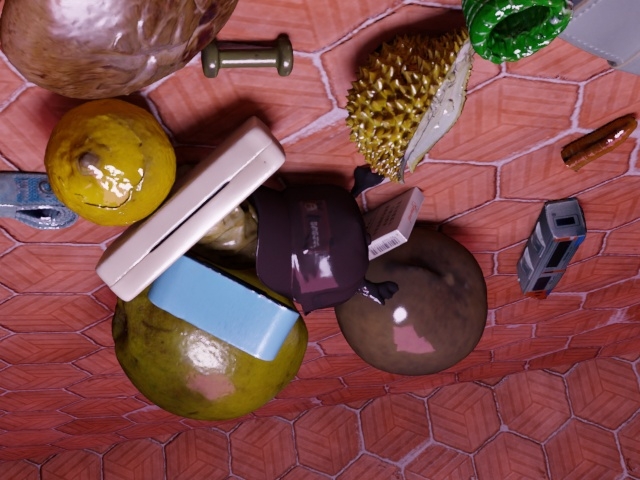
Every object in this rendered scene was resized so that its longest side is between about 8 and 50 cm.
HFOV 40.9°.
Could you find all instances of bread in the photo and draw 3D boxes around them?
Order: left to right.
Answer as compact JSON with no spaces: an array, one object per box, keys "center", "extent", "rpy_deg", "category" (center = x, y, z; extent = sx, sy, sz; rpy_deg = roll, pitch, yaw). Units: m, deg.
[{"center":[-0.175,-0.031,1.445],"extent":[0.152,0.130,0.268],"rpy_deg":[23,173,30],"category":"bread"}]

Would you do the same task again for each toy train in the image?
[{"center":[0.490,0.033,1.873],"extent":[0.089,0.086,0.409],"rpy_deg":[-7,157,-1],"category":"toy train"}]

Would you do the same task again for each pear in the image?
[{"center":[-0.225,0.200,1.729],"extent":[0.413,0.352,0.352],"rpy_deg":[18,146,-30],"category":"pear"}]

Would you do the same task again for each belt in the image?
[{"center":[-0.524,-0.064,1.309],"extent":[0.302,0.072,0.087],"rpy_deg":[3,152,-26],"category":"belt"}]

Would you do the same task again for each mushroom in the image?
[{"center":[-0.199,-0.245,0.887],"extent":[0.278,0.146,0.278],"rpy_deg":[-30,169,-6],"category":"mushroom"}]

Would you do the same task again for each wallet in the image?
[{"center":[0.485,-0.301,1.102],"extent":[0.360,0.083,0.252],"rpy_deg":[7,147,-29],"category":"wallet"}]

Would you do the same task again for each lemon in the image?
[{"center":[-0.283,-0.103,1.167],"extent":[0.181,0.180,0.193],"rpy_deg":[-7,151,-4],"category":"lemon"}]

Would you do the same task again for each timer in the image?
[{"center":[-0.159,0.097,1.427],"extent":[0.232,0.091,0.250],"rpy_deg":[27,180,-4],"category":"timer"}]

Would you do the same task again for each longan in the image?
[{"center":[0.174,0.119,1.699],"extent":[0.319,0.318,0.319],"rpy_deg":[-7,157,-3],"category":"longan"}]

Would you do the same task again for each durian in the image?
[{"center":[0.120,-0.207,1.142],"extent":[0.237,0.138,0.193],"rpy_deg":[-49,161,-12],"category":"durian"}]

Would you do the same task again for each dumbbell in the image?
[{"center":[-0.094,-0.233,1.098],"extent":[0.118,0.046,0.052],"rpy_deg":[-4,162,-10],"category":"dumbbell"}]

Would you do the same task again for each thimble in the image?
[{"center":[0.236,-0.283,1.040],"extent":[0.130,0.090,0.118],"rpy_deg":[-22,152,29],"category":"thimble"}]

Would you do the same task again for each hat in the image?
[{"center":[0.016,-0.012,1.400],"extent":[0.209,0.238,0.336],"rpy_deg":[-14,161,14],"category":"hat"}]

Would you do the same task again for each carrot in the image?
[{"center":[0.477,-0.165,1.453],"extent":[0.048,0.048,0.139],"rpy_deg":[12,149,-40],"category":"carrot"}]

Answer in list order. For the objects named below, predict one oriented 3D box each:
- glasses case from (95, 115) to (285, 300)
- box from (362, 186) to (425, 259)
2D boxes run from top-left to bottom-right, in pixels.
[{"center":[-0.186,-0.049,1.240],"extent":[0.313,0.070,0.131],"rpy_deg":[-42,-165,6],"category":"glasses case"},{"center":[0.080,-0.004,1.597],"extent":[0.245,0.139,0.035],"rpy_deg":[-31,112,38],"category":"box"}]
